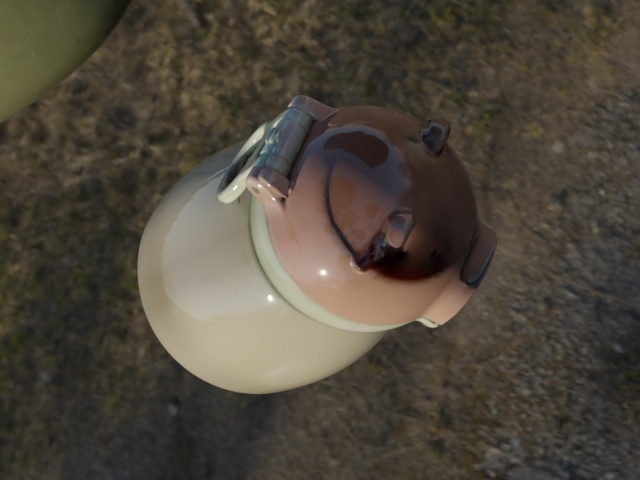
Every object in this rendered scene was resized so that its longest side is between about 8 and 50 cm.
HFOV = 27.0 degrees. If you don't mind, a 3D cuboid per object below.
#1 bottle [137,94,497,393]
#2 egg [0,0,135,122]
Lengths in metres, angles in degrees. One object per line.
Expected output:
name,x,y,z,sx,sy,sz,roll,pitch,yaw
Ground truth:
bottle,0.000,0.000,0.727,0.236,0.147,0.147,153,125,-63
egg,-0.179,-0.124,0.397,0.269,0.219,0.219,18,87,9
